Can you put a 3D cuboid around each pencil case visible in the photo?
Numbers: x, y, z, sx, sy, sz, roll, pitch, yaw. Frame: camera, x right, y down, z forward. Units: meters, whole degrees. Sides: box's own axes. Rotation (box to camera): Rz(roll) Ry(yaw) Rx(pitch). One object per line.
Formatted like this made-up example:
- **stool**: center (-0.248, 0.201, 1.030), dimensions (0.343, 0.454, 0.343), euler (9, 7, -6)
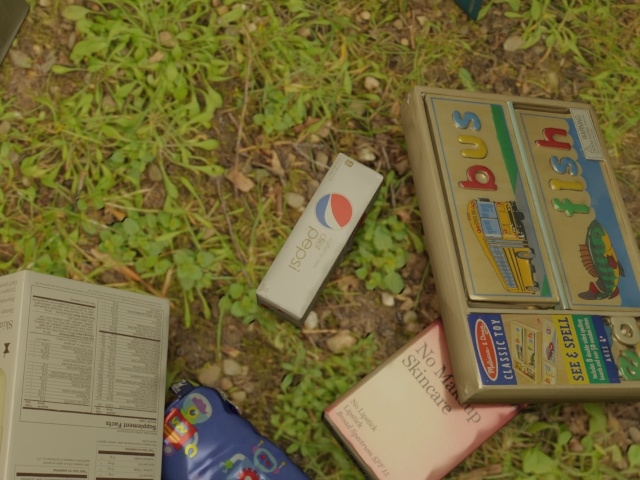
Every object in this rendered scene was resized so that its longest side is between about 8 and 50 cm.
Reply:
- **pencil case**: center (-0.074, 0.296, 1.135), dimensions (0.306, 0.119, 0.133), euler (39, 63, 9)

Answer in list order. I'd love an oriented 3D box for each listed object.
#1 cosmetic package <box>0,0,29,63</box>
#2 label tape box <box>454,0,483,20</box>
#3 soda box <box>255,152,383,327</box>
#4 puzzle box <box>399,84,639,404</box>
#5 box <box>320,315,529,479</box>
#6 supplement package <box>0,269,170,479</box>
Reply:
- **cosmetic package**: center (-0.475, -0.242, 1.277), dimensions (0.060, 0.099, 0.239), euler (21, 75, 3)
- **label tape box**: center (0.154, -0.500, 1.285), dimensions (0.115, 0.249, 0.348), euler (-38, 79, -10)
- **soda box**: center (0.000, 0.000, 1.238), dimensions (0.069, 0.074, 0.216), euler (29, 76, 6)
- **puzzle box**: center (0.257, -0.003, 1.172), dimensions (0.272, 0.052, 0.409), euler (2, 61, -20)
- **box**: center (0.134, 0.196, 1.162), dimensions (0.232, 0.127, 0.149), euler (-38, 79, -10)
- **supplement package**: center (-0.311, 0.190, 1.076), dimensions (0.199, 0.198, 0.263), euler (-12, 70, 40)
